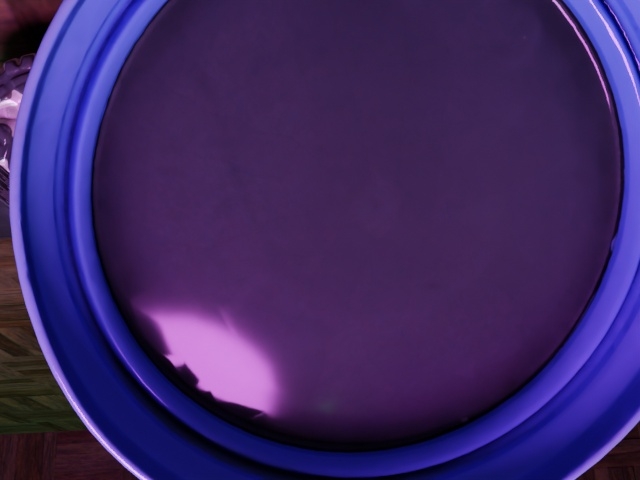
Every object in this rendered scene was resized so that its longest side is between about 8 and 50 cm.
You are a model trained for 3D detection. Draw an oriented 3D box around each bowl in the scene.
[{"bbox_3d":[0.036,-0.016,0.429,0.390,0.391,0.077,0,-168,-10],"label":"bowl"}]

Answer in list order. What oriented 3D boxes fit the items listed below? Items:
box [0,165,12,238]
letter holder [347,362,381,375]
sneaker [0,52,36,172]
[{"bbox_3d":[-0.378,-0.047,0.691,0.184,0.045,0.191,-3,160,5],"label":"box"},{"bbox_3d":[0.050,0.013,0.638,0.214,0.152,0.302,-11,179,13],"label":"letter holder"},{"bbox_3d":[-0.105,-0.104,0.551,0.275,0.107,0.110,-4,-173,-8],"label":"sneaker"}]
